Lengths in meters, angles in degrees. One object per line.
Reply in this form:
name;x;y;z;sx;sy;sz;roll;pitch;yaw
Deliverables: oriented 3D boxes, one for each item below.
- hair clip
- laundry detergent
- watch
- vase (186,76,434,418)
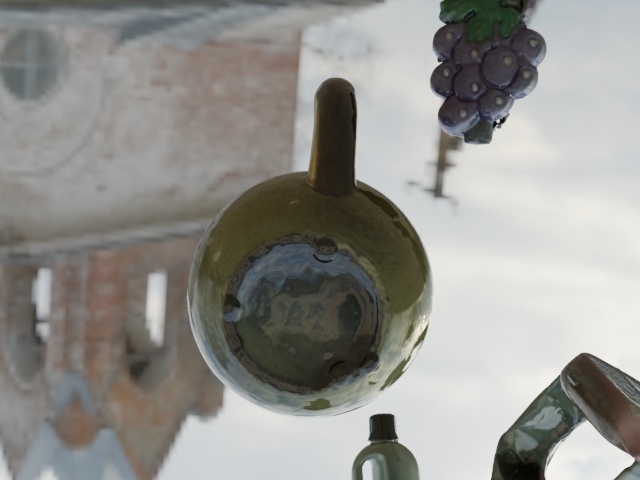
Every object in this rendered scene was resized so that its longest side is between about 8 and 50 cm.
hair clip;0.178;-0.195;1.839;0.124;0.195;0.052;1;170;16
laundry detergent;0.093;0.353;2.424;0.099;0.225;0.070;-2;171;-10
watch;0.314;0.275;2.113;0.162;0.241;0.253;32;-169;-25
vase;0.000;0.000;1.752;0.241;0.329;0.302;8;-170;2
